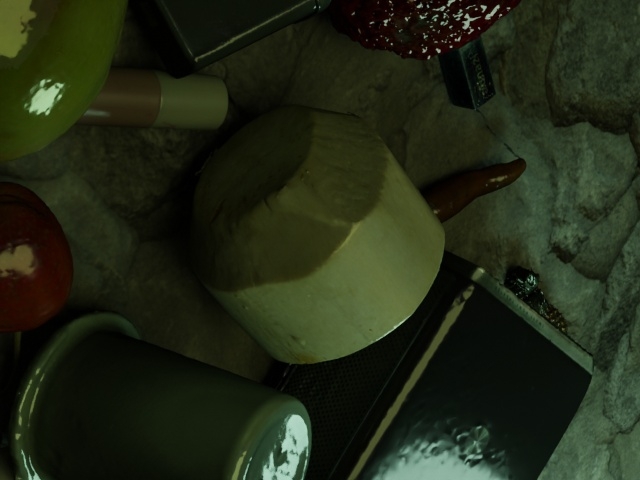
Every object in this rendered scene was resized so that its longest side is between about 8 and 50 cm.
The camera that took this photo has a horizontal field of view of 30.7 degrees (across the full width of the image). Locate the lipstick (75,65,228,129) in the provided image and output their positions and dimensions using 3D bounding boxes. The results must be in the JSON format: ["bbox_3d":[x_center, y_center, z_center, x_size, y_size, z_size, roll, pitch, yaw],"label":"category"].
[{"bbox_3d":[-0.230,-0.165,1.342,0.255,0.070,0.070,-2,107,-38],"label":"lipstick"}]

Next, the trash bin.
[{"bbox_3d":[-0.100,-0.310,1.349,0.236,0.101,0.176,-34,104,-22],"label":"trash bin"}]

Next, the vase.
[{"bbox_3d":[-0.170,0.227,1.348,0.245,0.291,0.245,-40,137,-52],"label":"vase"}]

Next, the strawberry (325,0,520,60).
[{"bbox_3d":[0.139,-0.349,1.454,0.274,0.220,0.274,-9,112,-25],"label":"strawberry"}]

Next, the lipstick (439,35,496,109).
[{"bbox_3d":[0.180,-0.330,1.626,0.051,0.051,0.312,-36,124,-24],"label":"lipstick"}]

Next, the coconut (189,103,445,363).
[{"bbox_3d":[0.000,0.000,1.447,0.323,0.323,0.322,-15,115,-35],"label":"coconut"}]

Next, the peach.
[{"bbox_3d":[-0.326,-0.243,1.099,0.315,0.282,0.314,-54,125,-22],"label":"peach"}]

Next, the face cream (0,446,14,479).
[{"bbox_3d":[-0.459,0.289,1.319,0.250,0.077,0.077,-3,108,-39],"label":"face cream"}]

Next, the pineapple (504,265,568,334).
[{"bbox_3d":[0.354,0.108,1.920,0.074,0.074,0.159,-44,123,-18],"label":"pineapple"}]

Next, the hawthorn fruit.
[{"bbox_3d":[-0.346,0.074,1.293,0.165,0.165,0.285,-24,128,-31],"label":"hawthorn fruit"}]

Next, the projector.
[{"bbox_3d":[0.143,0.243,1.683,0.395,0.242,0.405,35,85,-43],"label":"projector"}]

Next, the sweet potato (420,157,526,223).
[{"bbox_3d":[0.203,-0.070,1.738,0.265,0.057,0.057,-29,122,-28],"label":"sweet potato"}]
